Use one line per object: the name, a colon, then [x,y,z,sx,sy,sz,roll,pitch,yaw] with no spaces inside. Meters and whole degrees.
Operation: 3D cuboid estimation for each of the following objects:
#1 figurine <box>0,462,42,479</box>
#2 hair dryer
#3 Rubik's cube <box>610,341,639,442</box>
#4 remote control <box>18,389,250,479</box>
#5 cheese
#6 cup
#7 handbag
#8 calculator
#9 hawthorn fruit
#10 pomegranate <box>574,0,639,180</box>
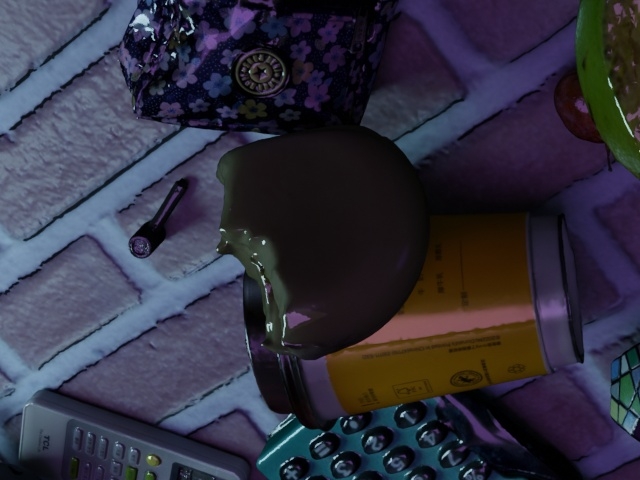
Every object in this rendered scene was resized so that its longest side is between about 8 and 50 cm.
figurine: [-0.393,0.288,1.569,0.265,0.140,0.193,-14,118,30]
hair dryer: [-0.149,-0.022,1.369,0.026,0.047,0.083,35,110,-4]
Rubik's cube: [0.315,0.132,1.257,0.112,0.133,0.133,3,125,50]
remote control: [-0.200,0.238,1.541,0.250,0.034,0.103,18,124,7]
cheese: [0.000,0.000,1.152,0.175,0.202,0.091,-6,149,7]
cup: [0.081,0.057,1.259,0.280,0.196,0.196,-8,117,13]
handbag: [-0.041,-0.187,1.176,0.229,0.127,0.207,9,123,-10]
calculator: [0.095,0.233,1.425,0.274,0.058,0.248,43,122,-7]
hawthorn fruit: [0.229,-0.095,1.182,0.067,0.067,0.103,-8,119,23]
pomegranate: [0.341,-0.177,1.024,0.310,0.216,0.358,-1,89,20]
